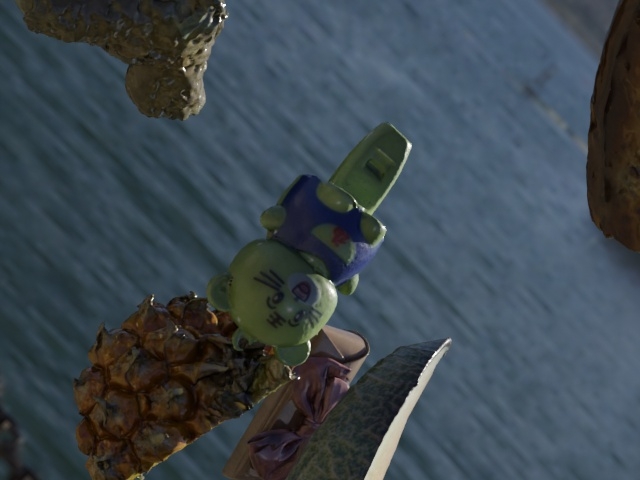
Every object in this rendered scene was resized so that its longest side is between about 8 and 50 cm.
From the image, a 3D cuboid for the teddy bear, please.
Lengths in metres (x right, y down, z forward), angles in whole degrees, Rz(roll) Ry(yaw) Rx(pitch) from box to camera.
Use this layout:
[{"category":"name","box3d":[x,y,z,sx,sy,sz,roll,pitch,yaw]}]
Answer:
[{"category":"teddy bear","box3d":[-0.164,-0.270,1.676,0.267,0.156,0.256,33,39,-54]}]

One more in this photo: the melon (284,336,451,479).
[{"category":"melon","box3d":[0.031,0.127,1.127,0.054,0.182,0.098,18,-17,27]}]

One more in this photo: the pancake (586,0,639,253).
[{"category":"pancake","box3d":[0.237,-0.077,1.015,0.057,0.266,0.244,-3,38,-30]}]

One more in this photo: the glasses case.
[{"category":"glasses case","box3d":[-0.019,0.177,1.882,0.070,0.193,0.102,33,5,28]}]

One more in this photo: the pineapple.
[{"category":"pineapple","box3d":[-0.110,0.104,1.636,0.139,0.250,0.164,59,-31,-2]}]

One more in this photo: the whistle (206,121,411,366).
[{"category":"whistle","box3d":[0.000,0.000,1.511,0.105,0.227,0.085,42,-12,-19]}]
